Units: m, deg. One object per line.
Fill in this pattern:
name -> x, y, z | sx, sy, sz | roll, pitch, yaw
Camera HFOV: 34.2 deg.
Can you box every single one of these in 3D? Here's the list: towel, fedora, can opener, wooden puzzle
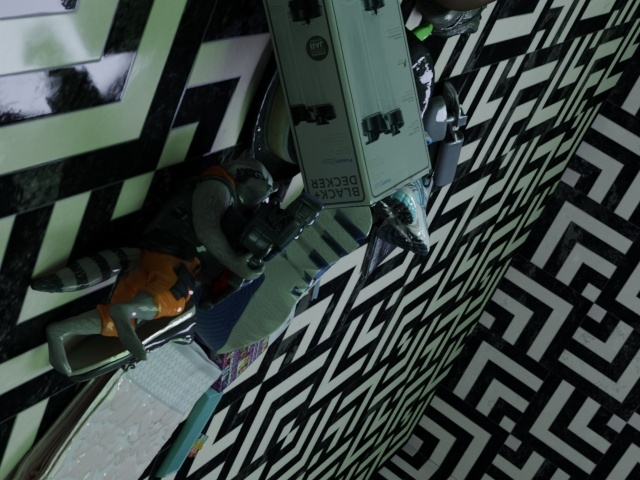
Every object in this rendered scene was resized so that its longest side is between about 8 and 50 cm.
towel -> -0.286, 0.269, 1.526 | 0.317, 0.053, 0.332 | -52, 161, -11
fedora -> 0.049, -0.190, 1.407 | 0.334, 0.152, 0.334 | -48, 161, -23
can opener -> 0.225, -0.200, 2.029 | 0.095, 0.076, 0.283 | -17, 152, -11
wooden puzzle -> -0.232, 0.383, 1.946 | 0.049, 0.006, 0.083 | -53, 162, -7

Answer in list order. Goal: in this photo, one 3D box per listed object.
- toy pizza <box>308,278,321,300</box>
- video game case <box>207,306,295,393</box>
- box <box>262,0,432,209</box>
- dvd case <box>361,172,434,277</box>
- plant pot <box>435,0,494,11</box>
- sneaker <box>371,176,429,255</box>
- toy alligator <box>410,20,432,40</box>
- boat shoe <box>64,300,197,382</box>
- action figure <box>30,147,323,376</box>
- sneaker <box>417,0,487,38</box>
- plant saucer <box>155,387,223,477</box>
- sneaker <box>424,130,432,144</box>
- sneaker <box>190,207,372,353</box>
toy pizza -> 0.000, 0.000, 1.730 | 0.201, 0.032, 0.201 | 13, 90, -89
video game case -> -0.107, 0.121, 1.738 | 0.210, 0.042, 0.232 | -45, 159, -35
box -> 0.032, -0.194, 1.201 | 0.169, 0.087, 0.290 | -32, 113, -54
dvd case -> 0.168, -0.036, 2.219 | 0.221, 0.018, 0.164 | -42, 157, -34
plant pot -> 0.212, -0.409, 1.406 | 0.215, 0.215, 0.230 | -51, 177, -13
sneaker -> 0.178, -0.065, 2.034 | 0.283, 0.110, 0.122 | 71, 42, -65
toy alligator -> 0.095, -0.265, 1.573 | 0.051, 0.056, 0.190 | 35, 99, -29
boat shoe -> -0.238, 0.141, 1.331 | 0.206, 0.075, 0.065 | -28, 123, -42
action figure -> -0.152, 0.001, 1.204 | 0.330, 0.178, 0.341 | -48, -173, -37
sneaker -> 0.242, -0.408, 1.635 | 0.227, 0.087, 0.130 | -50, 164, -7
plant saucer -> -0.232, 0.343, 1.857 | 0.192, 0.018, 0.067 | -59, 162, 14
sneaker -> 0.146, -0.149, 1.891 | 0.144, 0.059, 0.053 | -54, 165, -1
sneaker -> -0.063, 0.047, 1.552 | 0.315, 0.127, 0.182 | -39, 179, -8
